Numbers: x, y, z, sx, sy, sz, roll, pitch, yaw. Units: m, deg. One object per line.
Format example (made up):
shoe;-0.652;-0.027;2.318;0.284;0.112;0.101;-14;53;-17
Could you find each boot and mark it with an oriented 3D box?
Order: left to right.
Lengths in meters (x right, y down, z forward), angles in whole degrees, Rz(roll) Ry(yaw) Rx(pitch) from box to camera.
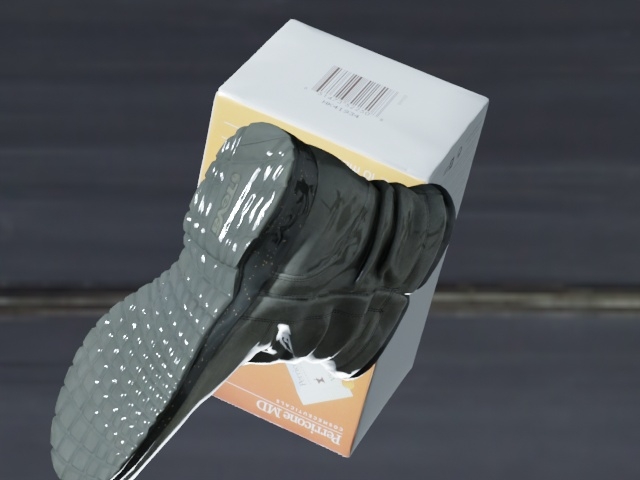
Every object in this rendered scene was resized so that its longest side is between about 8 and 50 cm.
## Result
boot;-0.030;0.058;1.069;0.246;0.161;0.083;-54;45;12

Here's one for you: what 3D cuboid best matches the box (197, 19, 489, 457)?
box;0.000;0.000;1.820;0.168;0.215;0.345;-51;-20;-50
